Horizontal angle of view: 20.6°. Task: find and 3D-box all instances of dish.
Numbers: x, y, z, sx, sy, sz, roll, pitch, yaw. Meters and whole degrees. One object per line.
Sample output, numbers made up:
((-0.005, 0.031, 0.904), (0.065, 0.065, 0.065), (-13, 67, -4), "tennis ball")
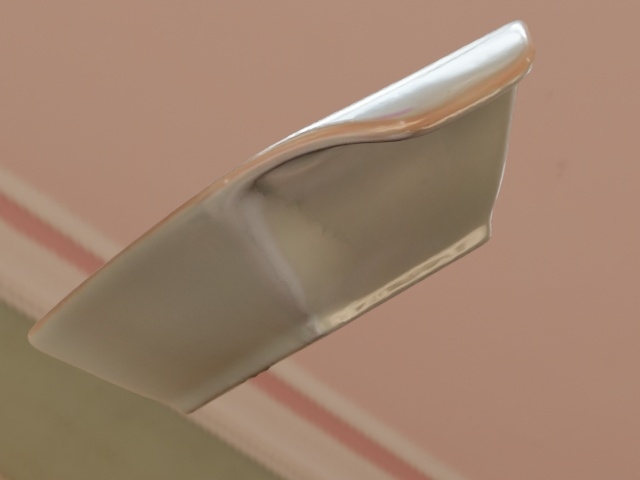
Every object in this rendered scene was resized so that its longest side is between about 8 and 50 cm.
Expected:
((0.000, 0.000, 0.651), (0.154, 0.234, 0.064), (-28, -94, -34), "dish")
